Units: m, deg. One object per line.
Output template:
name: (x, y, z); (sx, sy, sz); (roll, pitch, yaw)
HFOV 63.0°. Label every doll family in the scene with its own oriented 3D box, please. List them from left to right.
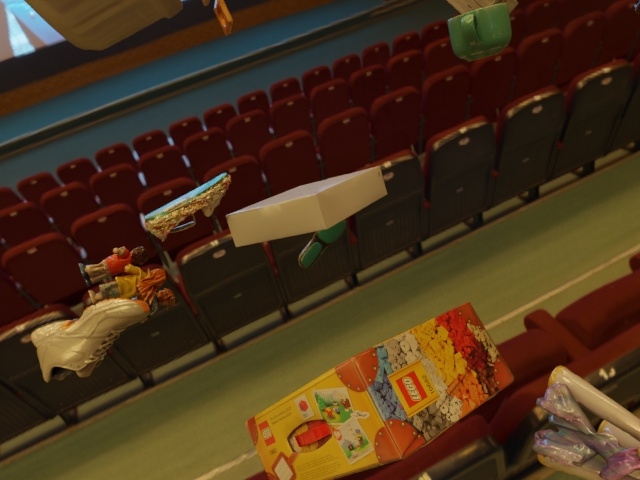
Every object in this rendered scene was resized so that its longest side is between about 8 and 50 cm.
doll family: (-0.408, 0.126, 1.146); (0.163, 0.263, 0.118); (-20, 56, -23)

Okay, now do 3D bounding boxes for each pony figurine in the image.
pony figurine: (0.408, 0.269, 0.539); (0.303, 0.351, 0.363); (-54, 32, -9)

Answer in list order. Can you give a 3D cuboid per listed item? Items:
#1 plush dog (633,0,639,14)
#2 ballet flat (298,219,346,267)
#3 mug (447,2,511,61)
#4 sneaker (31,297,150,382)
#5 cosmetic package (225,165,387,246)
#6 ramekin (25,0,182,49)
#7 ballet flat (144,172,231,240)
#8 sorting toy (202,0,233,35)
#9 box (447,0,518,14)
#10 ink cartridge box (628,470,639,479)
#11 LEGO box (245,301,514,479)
plush dog: (0.330, -0.326, 0.461); (0.210, 0.262, 0.226); (23, 94, 49)
ballet flat: (0.000, 0.000, 1.742); (0.213, 0.072, 0.068); (-49, 13, 5)
mug: (0.343, -0.450, 1.149); (0.157, 0.098, 0.129); (-21, 15, -24)
sneaker: (-0.442, 0.199, 1.030); (0.262, 0.099, 0.121); (-23, 72, 14)
cosmetic package: (-0.024, -0.097, 1.405); (0.284, 0.098, 0.377); (-13, 10, 33)
ramekin: (-0.284, -0.334, 0.563); (0.127, 0.273, 0.273); (-37, 35, 1)
ballet flat: (-0.314, -0.080, 1.279); (0.240, 0.077, 0.091); (-29, 23, -2)
sorting toy: (-0.244, -0.601, 1.072); (0.047, 0.348, 0.196); (-26, 15, -16)
box: (0.399, -0.592, 1.286); (0.114, 0.103, 0.203); (47, 28, 11)
ink cartridge box: (0.502, 0.357, 0.722); (0.109, 0.150, 0.063); (-50, -9, 22)
LEGO box: (0.112, 0.365, 1.176); (0.372, 0.500, 0.193); (-15, 70, -39)
